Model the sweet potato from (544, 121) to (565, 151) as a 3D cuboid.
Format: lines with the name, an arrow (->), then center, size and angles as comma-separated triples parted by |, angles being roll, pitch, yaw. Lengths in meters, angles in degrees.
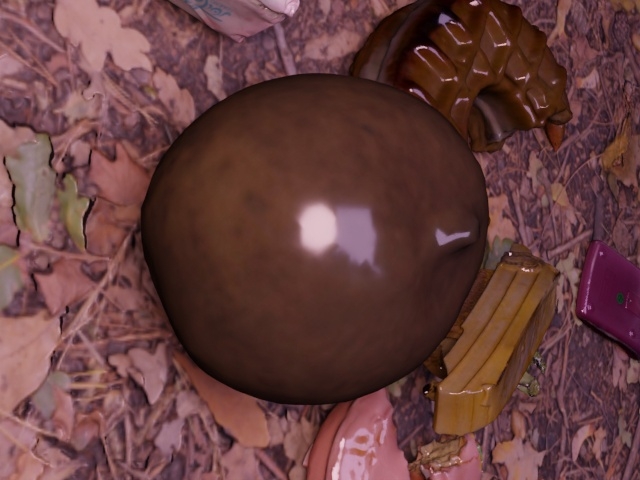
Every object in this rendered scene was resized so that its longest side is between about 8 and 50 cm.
sweet potato -> 0.315, -0.167, 1.263 | 0.034, 0.034, 0.095 | -28, 115, -40

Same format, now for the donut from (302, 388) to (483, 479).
donut -> 0.072, 0.269, 0.969 | 0.232, 0.085, 0.199 | 34, 64, -36

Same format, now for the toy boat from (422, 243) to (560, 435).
toy boat -> 0.182, 0.101, 1.045 | 0.310, 0.115, 0.089 | -46, 142, -48

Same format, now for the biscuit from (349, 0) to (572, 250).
biscuit -> 0.151, -0.138, 1.056 | 0.268, 0.115, 0.366 | 48, 56, -30

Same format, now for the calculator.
calculator -> 0.438, 0.089, 1.354 | 0.190, 0.034, 0.127 | 31, 68, -35

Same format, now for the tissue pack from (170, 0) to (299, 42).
tissue pack -> -0.128, -0.325, 0.811 | 0.271, 0.124, 0.202 | 26, 71, -37

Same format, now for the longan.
longan -> 0.000, -0.001, 0.798 | 0.297, 0.297, 0.298 | 4, 84, -42

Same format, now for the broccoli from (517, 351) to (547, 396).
broccoli -> 0.223, 0.152, 1.115 | 0.095, 0.092, 0.097 | -52, 137, -9
